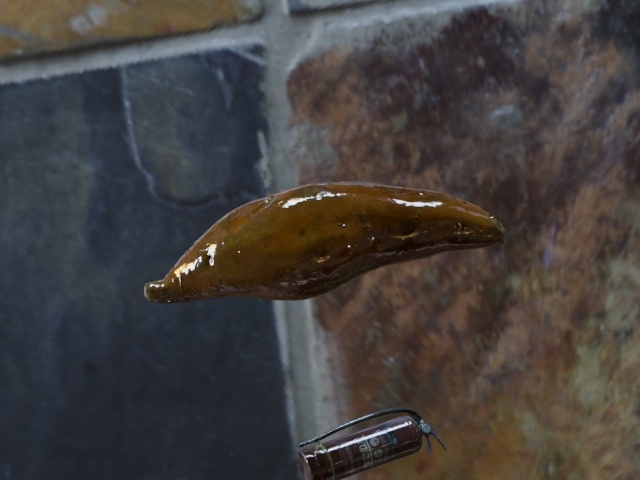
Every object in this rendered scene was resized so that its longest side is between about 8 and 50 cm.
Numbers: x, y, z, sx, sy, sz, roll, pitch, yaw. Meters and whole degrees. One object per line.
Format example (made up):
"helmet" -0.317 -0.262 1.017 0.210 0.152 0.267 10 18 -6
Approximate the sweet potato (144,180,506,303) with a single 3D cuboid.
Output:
"sweet potato" -0.005 0.000 1.140 0.359 0.112 0.112 -16 74 7

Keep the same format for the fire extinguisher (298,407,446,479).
"fire extinguisher" 0.054 0.217 1.239 0.158 0.043 0.064 -15 80 -22
